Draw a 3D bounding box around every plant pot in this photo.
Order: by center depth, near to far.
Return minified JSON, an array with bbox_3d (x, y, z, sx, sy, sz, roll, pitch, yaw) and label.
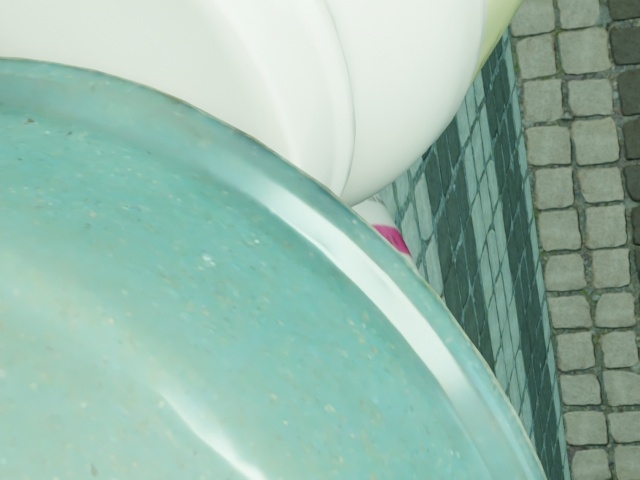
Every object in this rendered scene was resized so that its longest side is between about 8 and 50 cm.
[{"bbox_3d":[-0.143,0.160,0.336,0.334,0.341,0.341,-41,125,-61],"label":"plant pot"}]

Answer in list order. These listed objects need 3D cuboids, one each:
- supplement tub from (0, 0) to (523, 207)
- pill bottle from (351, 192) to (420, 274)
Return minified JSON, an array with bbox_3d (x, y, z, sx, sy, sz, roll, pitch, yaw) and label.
[{"bbox_3d":[-0.023,-0.152,0.541,0.325,0.235,0.235,-57,143,-36],"label":"supplement tub"},{"bbox_3d":[-0.083,-0.062,0.708,0.283,0.160,0.160,63,11,14],"label":"pill bottle"}]
